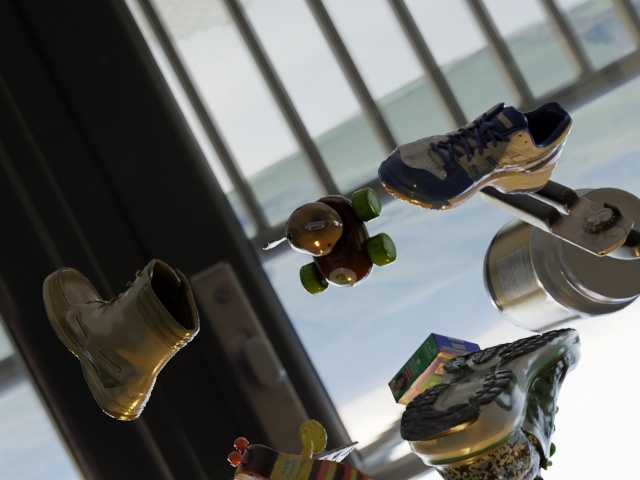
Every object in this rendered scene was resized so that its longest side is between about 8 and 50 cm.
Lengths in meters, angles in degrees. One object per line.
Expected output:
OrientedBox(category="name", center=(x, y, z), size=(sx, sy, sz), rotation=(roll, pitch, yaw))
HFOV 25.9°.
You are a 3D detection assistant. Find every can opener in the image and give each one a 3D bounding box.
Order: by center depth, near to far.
OrientedBox(category="can opener", center=(0.342, -0.035, 2.014), size=(0.074, 0.093, 0.280), rotation=(-43, -138, -14))

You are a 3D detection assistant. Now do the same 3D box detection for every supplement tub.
OrientedBox(category="supplement tub", center=(0.446, 0.035, 2.465), size=(0.228, 0.228, 0.316), rotation=(-27, 177, -20))

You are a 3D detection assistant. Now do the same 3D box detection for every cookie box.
OrientedBox(category="cookie box", center=(0.160, 0.182, 1.909), size=(0.092, 0.040, 0.107), rotation=(15, 124, -35))

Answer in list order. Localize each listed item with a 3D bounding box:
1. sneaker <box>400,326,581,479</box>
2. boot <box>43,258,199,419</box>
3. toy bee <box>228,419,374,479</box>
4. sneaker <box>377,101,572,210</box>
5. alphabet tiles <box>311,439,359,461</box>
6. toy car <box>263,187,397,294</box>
OrientedBox(category="sneaker", center=(0.220, 0.226, 1.641), size=(0.158, 0.182, 0.410), rotation=(-15, -174, 29))
OrientedBox(category="boot", center=(-0.227, 0.075, 1.592), size=(0.077, 0.213, 0.165), rotation=(2, 134, -47))
OrientedBox(category="toy bee", center=(-0.068, 0.376, 2.160), size=(0.298, 0.162, 0.195), rotation=(-19, -137, 17))
OrientedBox(category="sneaker", center=(0.205, -0.127, 1.830), size=(0.296, 0.112, 0.131), rotation=(-13, 143, -37))
OrientedBox(category="alphabet tiles", center=(-0.055, 0.427, 2.406), size=(0.198, 0.009, 0.237), rotation=(-46, 161, 25))
OrientedBox(category="toy car", center=(0.000, 0.000, 2.126), size=(0.155, 0.149, 0.188), rotation=(-23, 169, 25))
